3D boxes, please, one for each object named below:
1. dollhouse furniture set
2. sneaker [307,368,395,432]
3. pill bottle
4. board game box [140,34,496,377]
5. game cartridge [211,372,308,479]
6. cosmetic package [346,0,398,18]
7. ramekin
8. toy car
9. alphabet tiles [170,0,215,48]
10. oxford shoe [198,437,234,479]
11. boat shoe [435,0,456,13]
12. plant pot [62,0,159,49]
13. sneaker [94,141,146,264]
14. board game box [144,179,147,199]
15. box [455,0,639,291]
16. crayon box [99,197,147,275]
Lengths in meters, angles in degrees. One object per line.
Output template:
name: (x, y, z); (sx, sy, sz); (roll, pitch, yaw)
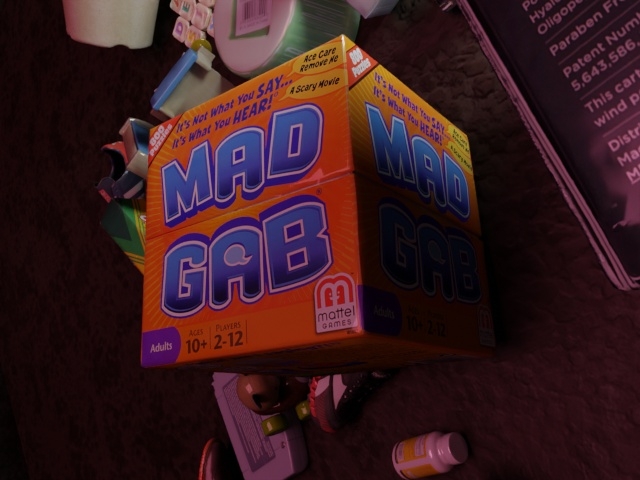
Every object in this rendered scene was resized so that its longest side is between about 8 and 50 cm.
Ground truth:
dollhouse furniture set: (-0.256, -0.262, 1.356); (0.303, 0.286, 0.198); (-49, 37, 14)
sneaker: (0.060, 0.237, 1.084); (0.135, 0.098, 0.276); (30, 109, 45)
pill bottle: (0.178, 0.345, 0.985); (0.116, 0.065, 0.065); (-33, 67, 41)
board game box: (0.000, 0.000, 0.888); (0.357, 0.356, 0.356); (-15, 69, 34)
game cartridge: (-0.133, 0.380, 1.318); (0.196, 0.060, 0.294); (-47, 58, 39)
cosmetic package: (0.040, -0.492, 1.029); (0.238, 0.127, 0.107); (46, 125, 4)
ramekin: (-0.079, -0.446, 1.200); (0.303, 0.148, 0.303); (-1, 89, 46)
toy car: (-0.099, 0.273, 1.161); (0.149, 0.188, 0.155); (-27, 65, 6)
alphabet tiles: (-0.293, -0.622, 1.516); (0.278, 0.021, 0.284); (43, 120, 38)
oxford shoe: (-0.205, 0.583, 1.379); (0.098, 0.097, 0.271); (-11, 86, 26)
boat shoe: (0.264, -0.433, 0.913); (0.233, 0.084, 0.079); (-26, 109, 36)
plant pot: (-0.552, -0.679, 1.601); (0.334, 0.334, 0.305); (36, 125, 40)
sneaker: (-0.544, -0.102, 1.679); (0.131, 0.148, 0.349); (-11, 82, 45)
board game box: (-0.381, -0.167, 1.586); (0.243, 0.042, 0.165); (-10, 82, 45)
box: (0.346, -0.234, 0.520); (0.297, 0.480, 0.471); (-39, 63, 37)
crayon box: (-0.326, 0.025, 1.389); (0.318, 0.202, 0.081); (42, 113, 25)
